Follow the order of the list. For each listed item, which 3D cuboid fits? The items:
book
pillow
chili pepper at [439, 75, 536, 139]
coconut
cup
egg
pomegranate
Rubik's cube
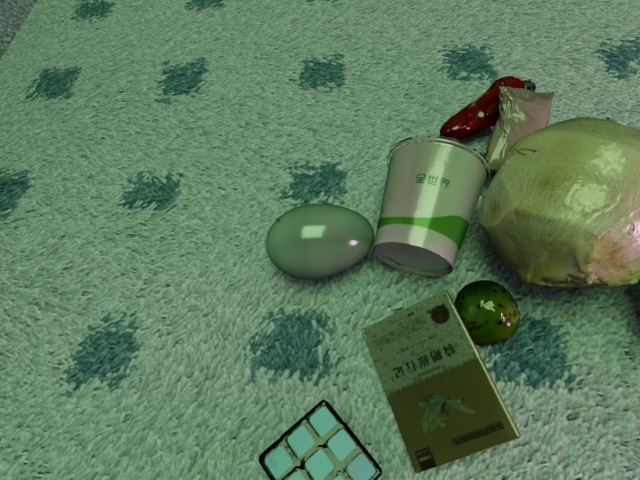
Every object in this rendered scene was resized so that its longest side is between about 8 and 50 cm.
[{"bbox_3d":[0.234,0.284,0.849,0.217,0.021,0.310,-29,59,15],"label":"book"},{"bbox_3d":[0.543,-0.303,1.121,0.174,0.067,0.270,13,86,-7],"label":"pillow"},{"bbox_3d":[0.500,-0.395,1.203,0.388,0.110,0.110,-37,64,-15],"label":"chili pepper"},{"bbox_3d":[0.539,-0.056,0.881,0.347,0.346,0.360,27,87,19],"label":"coconut"},{"bbox_3d":[0.253,-0.071,0.977,0.253,0.253,0.273,14,69,13],"label":"cup"},{"bbox_3d":[0.000,0.000,0.986,0.265,0.182,0.182,-8,60,-4],"label":"egg"},{"bbox_3d":[0.351,0.156,0.896,0.169,0.122,0.143,1,63,5],"label":"pomegranate"},{"bbox_3d":[0.002,0.424,0.761,0.162,0.163,0.160,-36,63,-18],"label":"Rubik's cube"}]
